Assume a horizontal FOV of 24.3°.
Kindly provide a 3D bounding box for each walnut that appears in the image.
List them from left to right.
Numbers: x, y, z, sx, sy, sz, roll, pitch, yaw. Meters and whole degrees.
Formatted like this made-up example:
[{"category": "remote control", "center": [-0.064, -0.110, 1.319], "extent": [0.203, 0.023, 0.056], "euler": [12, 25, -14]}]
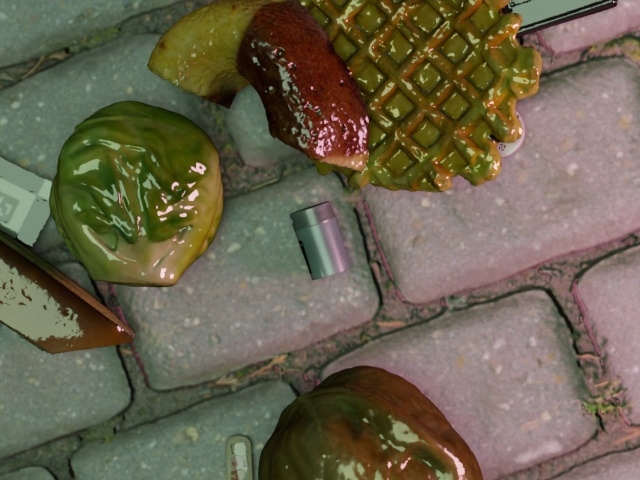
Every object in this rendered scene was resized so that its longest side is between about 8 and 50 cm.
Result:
[{"category": "walnut", "center": [0.066, 0.278, 1.690], "extent": [0.283, 0.283, 0.227], "euler": [41, 55, 2]}]

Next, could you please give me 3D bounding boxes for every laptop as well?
[{"category": "laptop", "center": [0.237, -0.310, 1.744], "extent": [0.197, 0.016, 0.135], "euler": [-17, 91, 6]}]

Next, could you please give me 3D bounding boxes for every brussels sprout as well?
[{"category": "brussels sprout", "center": [-0.211, -0.053, 1.734], "extent": [0.223, 0.161, 0.223], "euler": [-2, 97, -18]}]

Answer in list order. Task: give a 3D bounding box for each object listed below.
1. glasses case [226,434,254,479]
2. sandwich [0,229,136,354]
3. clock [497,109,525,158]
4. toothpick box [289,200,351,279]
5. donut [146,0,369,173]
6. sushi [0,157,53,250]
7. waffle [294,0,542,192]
[{"category": "glasses case", "center": [-0.098, 0.278, 1.806], "extent": [0.032, 0.021, 0.083], "euler": [-2, 93, 7]}, {"category": "sandwich", "center": [-0.340, 0.070, 1.756], "extent": [0.258, 0.094, 0.096], "euler": [36, 85, -9]}, {"category": "clock", "center": [0.175, -0.137, 1.746], "extent": [0.129, 0.041, 0.087], "euler": [35, 99, 7]}, {"category": "toothpick box", "center": [0.000, 0.000, 1.765], "extent": [0.052, 0.052, 0.083], "euler": [-18, 93, 6]}, {"category": "donut", "center": [-0.065, -0.198, 1.689], "extent": [0.295, 0.112, 0.151], "euler": [28, 108, 16]}, {"category": "sushi", "center": [-0.546, 0.019, 1.805], "extent": [0.343, 0.064, 0.359], "euler": [26, 90, -8]}, {"category": "waffle", "center": [0.097, -0.206, 1.712], "extent": [0.324, 0.068, 0.302], "euler": [0, 95, 19]}]
